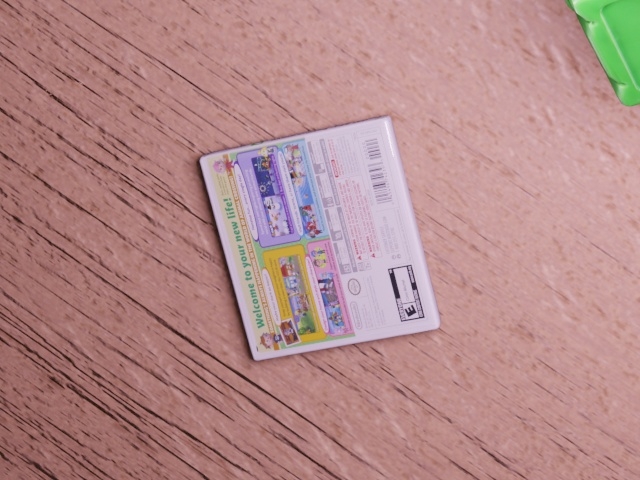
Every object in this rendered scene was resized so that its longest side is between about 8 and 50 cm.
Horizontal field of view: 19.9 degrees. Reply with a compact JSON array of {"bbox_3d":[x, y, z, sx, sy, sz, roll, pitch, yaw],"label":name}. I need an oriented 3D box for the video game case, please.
[{"bbox_3d":[0.000,0.000,1.765,0.193,0.023,0.212,-11,102,17],"label":"video game case"}]

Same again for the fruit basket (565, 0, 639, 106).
[{"bbox_3d":[0.334,-0.343,1.504,0.392,0.283,0.392,-12,58,20],"label":"fruit basket"}]
